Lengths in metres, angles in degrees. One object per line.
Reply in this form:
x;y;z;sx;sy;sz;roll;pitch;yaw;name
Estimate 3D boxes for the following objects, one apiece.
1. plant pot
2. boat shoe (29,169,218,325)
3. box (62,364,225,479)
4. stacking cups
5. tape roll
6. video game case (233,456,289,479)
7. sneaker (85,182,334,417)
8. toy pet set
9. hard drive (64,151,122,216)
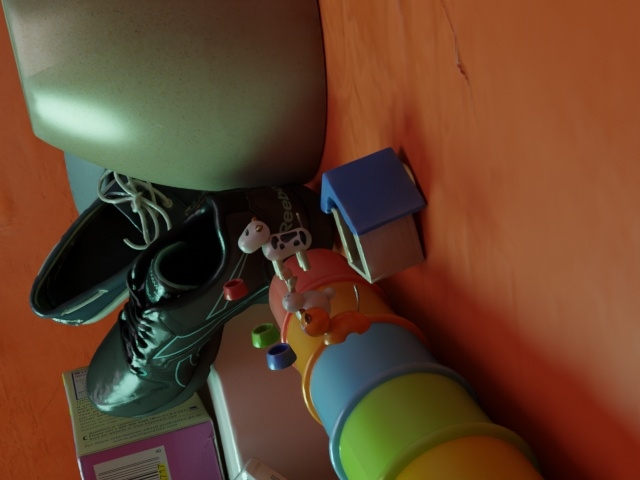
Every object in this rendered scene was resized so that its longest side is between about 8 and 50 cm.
-0.132;-0.159;0.763;0.284;0.191;0.284;166;90;-76;plant pot
-0.173;-0.021;0.956;0.095;0.254;0.079;50;-173;9;boat shoe
-0.160;0.242;0.981;0.243;0.117;0.213;-147;45;-71;box
0.042;0.085;0.560;0.316;0.096;0.096;-121;22;-61;stacking cups
-0.061;0.138;0.947;0.286;0.100;0.286;167;90;-76;tape roll
-0.021;0.243;0.802;0.143;0.019;0.157;34;139;1;video game case
-0.111;0.043;0.772;0.267;0.106;0.101;-44;59;27;sneaker
0.000;0.000;0.561;0.122;0.114;0.065;-140;29;-66;toy pet set
-0.172;-0.093;1.042;0.054;0.172;0.254;46;157;16;hard drive
